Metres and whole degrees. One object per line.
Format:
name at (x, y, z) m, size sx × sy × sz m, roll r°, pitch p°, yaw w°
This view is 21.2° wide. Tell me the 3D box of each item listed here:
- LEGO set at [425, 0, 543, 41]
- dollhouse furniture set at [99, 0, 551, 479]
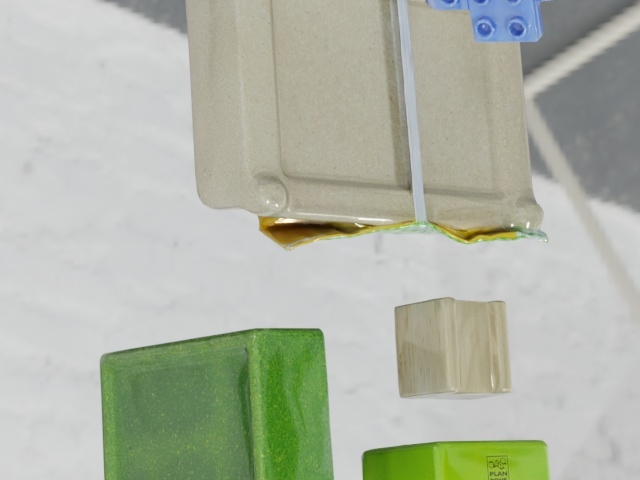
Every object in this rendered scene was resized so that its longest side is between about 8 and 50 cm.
LEGO set at (0.080, -0.087, 0.419) m, size 0.227 × 0.093 × 0.087 m, roll 3°, pitch 118°, yaw 28°
dollhouse furniture set at (0.000, 0.000, 0.921) m, size 0.197 × 0.301 × 0.151 m, roll 4°, pitch 167°, yaw -35°
